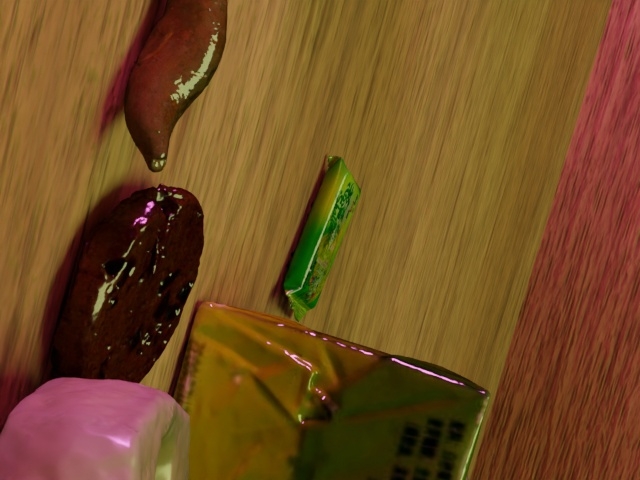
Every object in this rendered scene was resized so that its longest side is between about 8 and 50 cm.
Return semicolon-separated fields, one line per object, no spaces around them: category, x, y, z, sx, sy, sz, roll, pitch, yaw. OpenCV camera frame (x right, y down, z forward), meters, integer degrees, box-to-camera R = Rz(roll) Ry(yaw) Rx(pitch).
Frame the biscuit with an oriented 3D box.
biscuit;-0.153;0.043;1.175;0.192;0.049;0.192;-52;158;-32

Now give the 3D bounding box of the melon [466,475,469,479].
melon;0.050;0.322;1.711;0.330;0.268;0.268;-66;163;-44

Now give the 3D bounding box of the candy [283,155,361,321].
candy;0.001;0.000;1.626;0.102;0.032;0.178;50;60;-70

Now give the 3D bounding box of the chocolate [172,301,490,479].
chocolate;-0.010;0.233;1.427;0.137;0.288;0.301;-19;126;-81

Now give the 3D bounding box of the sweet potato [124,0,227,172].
sweet potato;-0.100;-0.171;1.109;0.069;0.059;0.249;22;82;-60

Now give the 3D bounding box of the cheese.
cheese;-0.165;0.250;1.058;0.326;0.115;0.318;-74;167;-69
